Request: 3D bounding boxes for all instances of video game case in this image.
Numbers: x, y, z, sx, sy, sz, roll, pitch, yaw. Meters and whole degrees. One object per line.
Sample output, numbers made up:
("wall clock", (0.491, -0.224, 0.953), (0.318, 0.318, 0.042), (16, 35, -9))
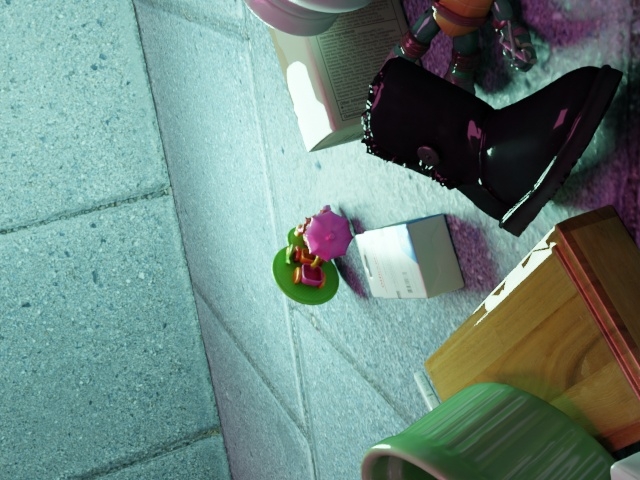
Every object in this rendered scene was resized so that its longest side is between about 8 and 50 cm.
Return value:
("video game case", (0.178, 0.277, 1.165), (0.143, 0.019, 0.157), (-106, -7, -79))

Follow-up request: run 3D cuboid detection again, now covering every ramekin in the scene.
("ramekin", (0.196, 0.295, 0.850), (0.303, 0.148, 0.303), (41, 151, 29))

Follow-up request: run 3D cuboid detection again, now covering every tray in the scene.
("tray", (0.244, 0.153, 0.910), (0.202, 0.076, 0.411), (65, 158, 21))

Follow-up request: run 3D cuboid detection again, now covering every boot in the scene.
("boot", (0.145, -0.116, 0.788), (0.207, 0.094, 0.246), (30, 155, 7))

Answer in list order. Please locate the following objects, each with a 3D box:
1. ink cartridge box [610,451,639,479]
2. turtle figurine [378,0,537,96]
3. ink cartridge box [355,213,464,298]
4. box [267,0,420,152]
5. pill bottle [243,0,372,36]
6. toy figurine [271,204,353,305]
("ink cartridge box", (0.372, 0.300, 0.599), (0.306, 0.131, 0.226), (26, 129, 62))
("turtle figurine", (0.141, -0.227, 0.826), (0.175, 0.118, 0.234), (27, 152, 4))
("ink cartridge box", (0.120, 0.025, 1.153), (0.180, 0.060, 0.104), (-10, 98, 70))
("box", (0.016, -0.287, 1.059), (0.121, 0.148, 0.311), (156, 98, -71))
("pill bottle", (0.026, -0.361, 0.826), (0.323, 0.182, 0.181), (-50, 58, 51))
("toy figurine", (0.000, 0.000, 1.434), (0.159, 0.130, 0.173), (122, 155, -47))
